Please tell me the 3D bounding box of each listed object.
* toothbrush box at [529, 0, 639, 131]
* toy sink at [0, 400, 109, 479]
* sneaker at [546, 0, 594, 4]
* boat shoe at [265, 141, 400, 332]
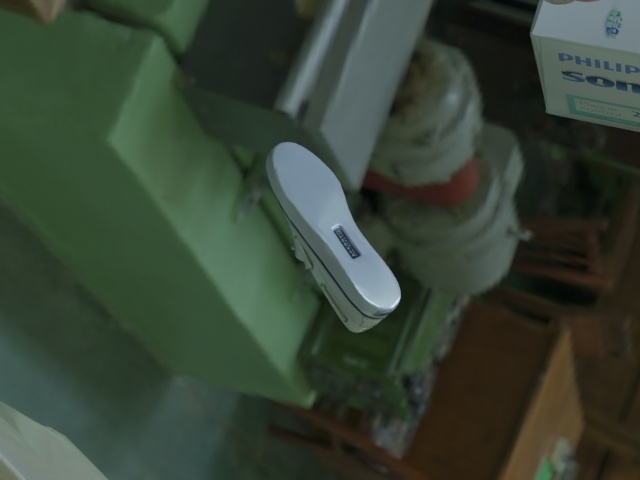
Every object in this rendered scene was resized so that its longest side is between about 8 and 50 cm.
[{"bbox_3d":[0.273,-0.210,0.920,0.126,0.216,0.295,56,49,-67],"label":"toothbrush box"},{"bbox_3d":[-0.126,0.153,0.547,0.153,0.131,0.234,-47,160,-5],"label":"toy sink"},{"bbox_3d":[0.086,-0.110,0.437,0.051,0.070,0.134,-25,-174,-15],"label":"sneaker"},{"bbox_3d":[0.000,0.000,0.722,0.035,0.100,0.035,-22,162,-43],"label":"boat shoe"}]
